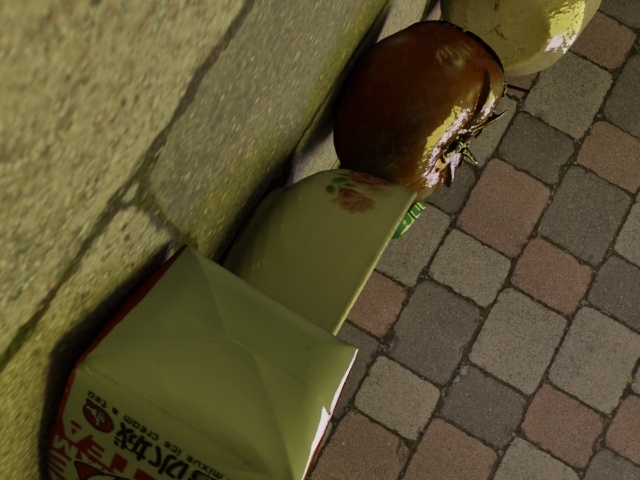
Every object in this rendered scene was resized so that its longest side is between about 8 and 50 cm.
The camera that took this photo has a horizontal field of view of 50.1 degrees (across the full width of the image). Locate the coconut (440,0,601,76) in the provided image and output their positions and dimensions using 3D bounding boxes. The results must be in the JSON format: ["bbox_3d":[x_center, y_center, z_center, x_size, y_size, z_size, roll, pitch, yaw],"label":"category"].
[{"bbox_3d":[0.331,-0.408,1.107,0.266,0.237,0.237,-55,173,-38],"label":"coconut"}]

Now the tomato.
[{"bbox_3d":[0.101,-0.137,0.805,0.155,0.181,0.214,-43,160,-49],"label":"tomato"}]

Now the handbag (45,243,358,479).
[{"bbox_3d":[-0.114,0.167,0.542,0.298,0.171,0.151,-59,180,39],"label":"handbag"}]

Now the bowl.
[{"bbox_3d":[-0.020,0.033,0.756,0.277,0.145,0.277,-58,176,-6],"label":"bowl"}]

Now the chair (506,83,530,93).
[{"bbox_3d":[0.338,-0.418,1.424,0.172,0.247,0.158,-94,-164,-45],"label":"chair"}]

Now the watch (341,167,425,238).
[{"bbox_3d":[0.090,-0.082,1.195,0.165,0.152,0.131,-10,-136,58],"label":"watch"}]
